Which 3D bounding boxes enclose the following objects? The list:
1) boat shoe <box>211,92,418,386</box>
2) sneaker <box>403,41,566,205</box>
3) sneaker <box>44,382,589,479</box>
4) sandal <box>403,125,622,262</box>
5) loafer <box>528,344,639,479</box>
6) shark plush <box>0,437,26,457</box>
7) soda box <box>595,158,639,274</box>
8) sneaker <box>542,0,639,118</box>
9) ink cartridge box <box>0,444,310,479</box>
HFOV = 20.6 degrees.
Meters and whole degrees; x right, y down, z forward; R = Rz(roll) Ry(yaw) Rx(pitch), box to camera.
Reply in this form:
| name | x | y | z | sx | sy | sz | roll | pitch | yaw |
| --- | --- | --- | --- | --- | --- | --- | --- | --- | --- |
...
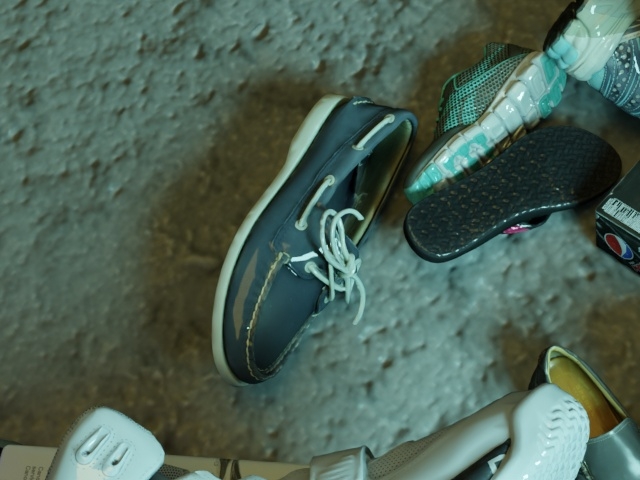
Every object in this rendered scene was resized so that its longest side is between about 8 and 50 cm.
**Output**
| name | x | y | z | sx | sy | sz | roll | pitch | yaw |
| --- | --- | --- | --- | --- | --- | --- | --- | --- | --- |
| boat shoe | 0.000 | 0.000 | 1.307 | 0.079 | 0.095 | 0.254 | 9 | 54 | 29 |
| sneaker | 0.115 | -0.091 | 1.358 | 0.166 | 0.065 | 0.076 | -45 | 46 | -17 |
| sneaker | -0.030 | 0.161 | 1.040 | 0.366 | 0.137 | 0.210 | -38 | 64 | -7 |
| sandal | 0.141 | -0.033 | 1.318 | 0.179 | 0.040 | 0.067 | -24 | 69 | -13 |
| loafer | 0.195 | 0.145 | 1.201 | 0.062 | 0.061 | 0.170 | -33 | 61 | -8 |
| shark plush | -0.230 | 0.170 | 1.272 | 0.161 | 0.067 | 0.073 | 17 | 66 | 20 |
| soda box | 0.274 | -0.053 | 1.295 | 0.053 | 0.060 | 0.169 | 36 | 73 | 25 |
| sneaker | 0.288 | -0.198 | 1.364 | 0.122 | 0.110 | 0.283 | 44 | 64 | -3 |
| ink cartridge box | -0.085 | 0.251 | 1.149 | 0.272 | 0.114 | 0.197 | 2 | 61 | 14 |
